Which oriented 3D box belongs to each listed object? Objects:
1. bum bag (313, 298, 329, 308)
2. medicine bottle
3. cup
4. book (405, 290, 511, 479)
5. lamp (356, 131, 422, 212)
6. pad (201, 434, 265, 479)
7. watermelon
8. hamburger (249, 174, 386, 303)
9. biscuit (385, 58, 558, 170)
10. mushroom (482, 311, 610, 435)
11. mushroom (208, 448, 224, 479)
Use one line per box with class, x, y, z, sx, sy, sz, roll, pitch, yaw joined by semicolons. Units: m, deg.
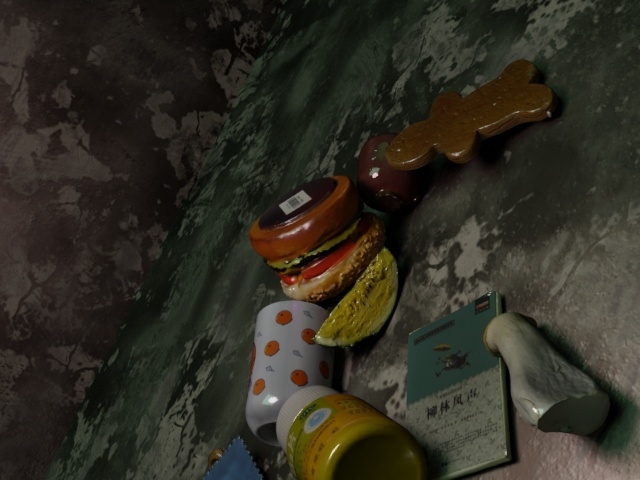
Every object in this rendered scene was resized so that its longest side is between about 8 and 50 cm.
bum bag;-0.026;0.079;2.303;0.142;0.079;0.326;-52;30;17
medicine bottle;0.045;0.433;1.651;0.224;0.224;0.384;-61;17;-5
cup;-0.071;0.337;1.978;0.212;0.212;0.317;-34;37;37
book;0.275;0.307;1.639;0.264;0.031;0.379;-34;36;37
lamp;0.188;-0.185;2.143;0.180;0.180;0.258;-34;35;38
pad;-0.231;0.678;2.025;0.270;0.012;0.269;-50;45;13
watermelon;0.097;0.162;1.963;0.301;0.129;0.123;-50;29;-17
hamburger;0.000;0.000;2.069;0.330;0.250;0.330;-27;21;11
biscuit;0.363;-0.288;1.977;0.432;0.064;0.283;-28;36;17
mushroom;0.383;0.227;1.423;0.122;0.159;0.329;-53;24;13
mushroom;-0.267;0.629;2.143;0.088;0.073;0.130;-16;63;34
